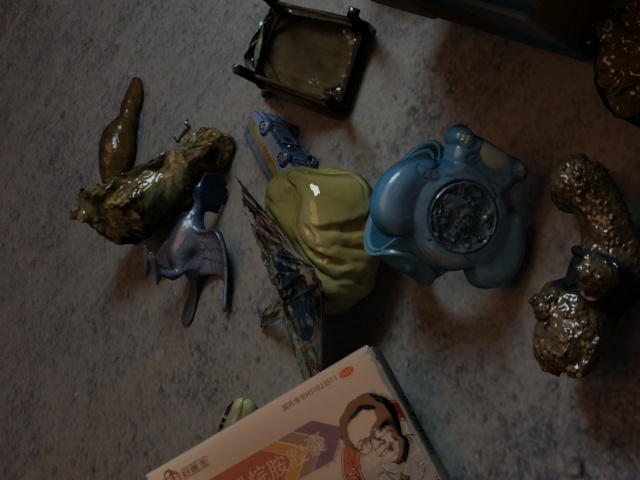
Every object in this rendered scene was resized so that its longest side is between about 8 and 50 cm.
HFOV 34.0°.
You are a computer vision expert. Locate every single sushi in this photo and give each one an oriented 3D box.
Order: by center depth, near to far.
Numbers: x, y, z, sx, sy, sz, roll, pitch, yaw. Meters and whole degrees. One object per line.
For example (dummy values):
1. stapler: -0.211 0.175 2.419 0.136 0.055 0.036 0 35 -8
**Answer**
1. sushi: 0.370 -0.233 1.148 0.147 0.115 0.212 39 109 48

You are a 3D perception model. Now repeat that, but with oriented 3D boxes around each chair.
1. chair: -0.023 -0.284 1.631 0.186 0.319 0.160 16 93 7

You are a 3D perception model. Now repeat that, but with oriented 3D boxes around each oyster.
1. oyster: -0.287 -0.102 1.881 0.337 0.198 0.133 -37 84 21

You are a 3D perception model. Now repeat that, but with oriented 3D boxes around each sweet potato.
1. sweet potato: -0.402 -0.209 2.100 0.075 0.075 0.269 -2 73 50

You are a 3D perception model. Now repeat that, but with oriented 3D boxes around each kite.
1. kite: -0.046 0.086 1.492 0.368 0.014 0.405 144 108 -70

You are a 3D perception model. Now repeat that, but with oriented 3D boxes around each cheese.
1. cheese: 0.000 0.000 1.489 0.226 0.117 0.213 10 105 64

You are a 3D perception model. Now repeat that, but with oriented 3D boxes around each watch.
1. watch: 0.147 -0.043 1.325 0.193 0.211 0.210 -164 89 -72

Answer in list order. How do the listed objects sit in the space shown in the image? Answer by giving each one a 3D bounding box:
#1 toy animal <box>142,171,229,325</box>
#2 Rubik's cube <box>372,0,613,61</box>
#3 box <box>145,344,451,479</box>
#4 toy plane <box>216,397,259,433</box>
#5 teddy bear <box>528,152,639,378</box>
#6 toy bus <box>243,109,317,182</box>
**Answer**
1. toy animal: -0.215 0.019 1.798 0.239 0.176 0.255 34 139 53
2. Rubik's cube: 0.176 -0.440 1.200 0.347 0.344 0.346 25 97 29
3. box: -0.030 0.312 1.331 0.353 0.069 0.214 -31 72 9
4. toy plane: -0.113 0.322 1.480 0.242 0.104 0.256 -65 -4 -55
5. teddy bear: 0.299 0.028 1.144 0.129 0.182 0.251 9 82 15
6. toy bus: -0.064 -0.136 1.677 0.075 0.064 0.190 -58 41 28
